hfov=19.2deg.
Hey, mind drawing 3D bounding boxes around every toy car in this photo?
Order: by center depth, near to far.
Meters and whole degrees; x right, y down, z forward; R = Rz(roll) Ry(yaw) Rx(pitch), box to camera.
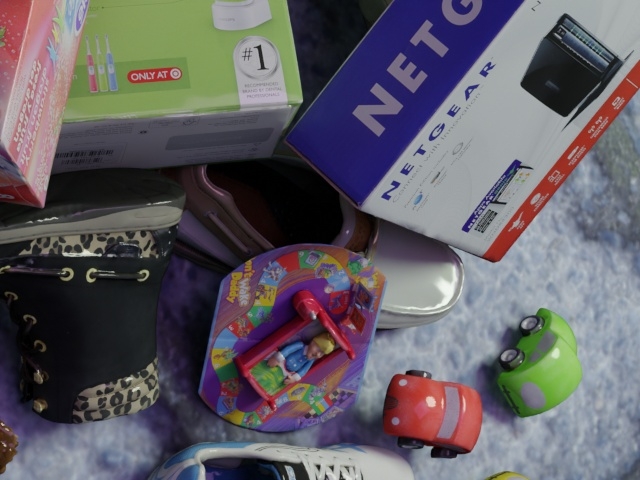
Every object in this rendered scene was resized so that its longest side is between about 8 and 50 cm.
[{"bbox_3d":[0.164,0.143,1.573,0.225,0.053,0.239,-55,126,-34],"label":"toy car"}]

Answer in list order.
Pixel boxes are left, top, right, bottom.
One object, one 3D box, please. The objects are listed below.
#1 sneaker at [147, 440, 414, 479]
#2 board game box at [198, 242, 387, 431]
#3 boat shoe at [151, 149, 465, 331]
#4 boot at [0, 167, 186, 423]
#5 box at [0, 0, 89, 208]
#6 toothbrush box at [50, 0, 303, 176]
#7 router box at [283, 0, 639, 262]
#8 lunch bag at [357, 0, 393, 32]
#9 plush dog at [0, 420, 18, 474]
[{"bbox_3d":[-0.019,0.193,1.447,0.237,0.086,0.085,2,80,-35],"label":"sneaker"},{"bbox_3d":[-0.017,0.083,1.437,0.133,0.033,0.169,3,117,-20],"label":"board game box"},{"bbox_3d":[0.000,0.000,1.477,0.302,0.103,0.113,17,74,-30],"label":"boat shoe"},{"bbox_3d":[-0.209,0.047,1.312,0.236,0.085,0.179,-7,119,-24],"label":"boot"},{"bbox_3d":[-0.222,-0.188,1.185,0.154,0.142,0.300,8,75,5],"label":"box"},{"bbox_3d":[-0.142,-0.198,1.343,0.206,0.122,0.283,-6,75,-14],"label":"toothbrush box"},{"bbox_3d":[0.160,-0.151,1.418,0.335,0.082,0.301,-52,157,10],"label":"router box"},{"bbox_3d":[0.104,-0.287,1.554,0.287,0.169,0.235,-22,96,-39],"label":"lunch bag"},{"bbox_3d":[-0.293,0.194,1.236,0.262,0.210,0.225,22,53,-58],"label":"plush dog"}]
